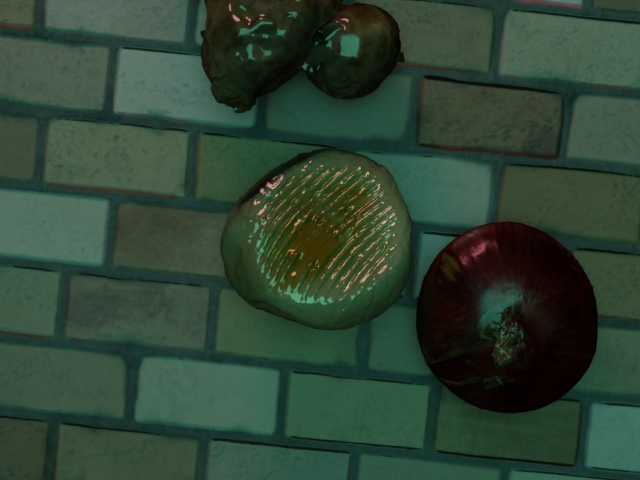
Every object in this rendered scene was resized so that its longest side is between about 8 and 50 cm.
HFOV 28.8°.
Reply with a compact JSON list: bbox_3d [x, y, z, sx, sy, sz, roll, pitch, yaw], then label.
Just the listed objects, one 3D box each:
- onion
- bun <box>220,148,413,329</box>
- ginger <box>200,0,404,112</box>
[{"bbox_3d":[0.240,0.101,1.573,0.248,0.161,0.248,-1,92,-21],"label":"onion"},{"bbox_3d":[0.000,0.000,1.566,0.243,0.153,0.244,3,73,-9],"label":"bun"},{"bbox_3d":[-0.072,-0.325,1.554,0.256,0.176,0.375,-29,90,-17],"label":"ginger"}]
